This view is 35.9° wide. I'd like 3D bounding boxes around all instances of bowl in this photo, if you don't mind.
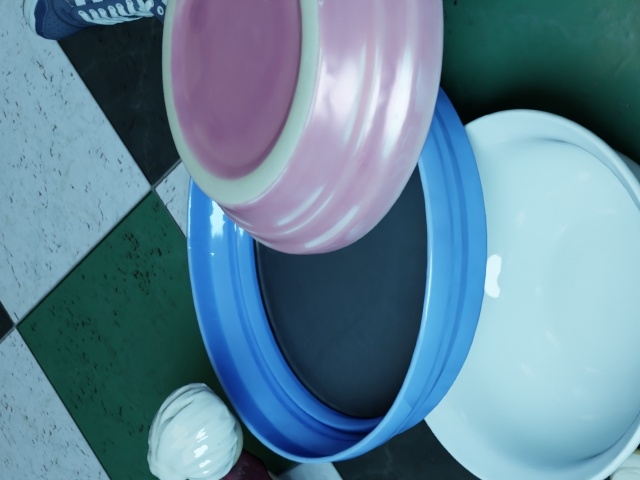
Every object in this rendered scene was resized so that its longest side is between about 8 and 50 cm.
[{"bbox_3d":[0.195,0.045,0.793,0.298,0.134,0.297,7,98,55],"label":"bowl"},{"bbox_3d":[0.000,0.000,0.891,0.391,0.077,0.391,5,96,56],"label":"bowl"}]

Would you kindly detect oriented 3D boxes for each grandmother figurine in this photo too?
[{"bbox_3d":[-0.088,0.244,0.998,0.208,0.104,0.342,15,151,22],"label":"grandmother figurine"}]

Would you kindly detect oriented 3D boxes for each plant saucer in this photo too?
[{"bbox_3d":[-0.039,-0.152,0.797,0.332,0.084,0.332,7,99,55],"label":"plant saucer"}]

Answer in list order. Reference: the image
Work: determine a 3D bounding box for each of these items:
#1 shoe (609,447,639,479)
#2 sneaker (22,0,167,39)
[{"bbox_3d":[0.306,0.290,0.866,0.077,0.058,0.219,-21,87,35],"label":"shoe"},{"bbox_3d":[-0.189,-0.248,1.012,0.282,0.099,0.153,-32,84,34],"label":"sneaker"}]
